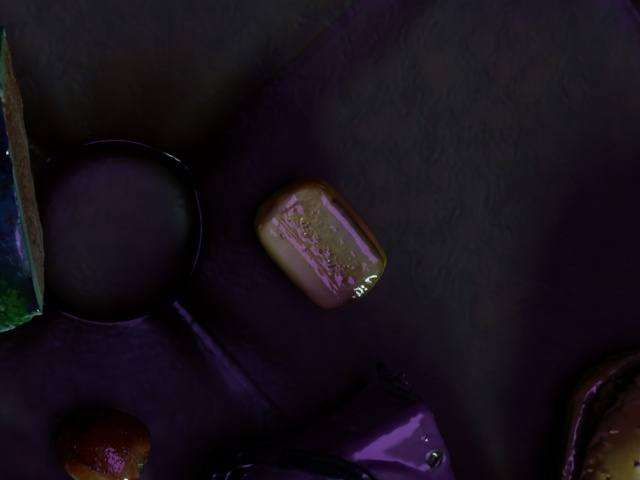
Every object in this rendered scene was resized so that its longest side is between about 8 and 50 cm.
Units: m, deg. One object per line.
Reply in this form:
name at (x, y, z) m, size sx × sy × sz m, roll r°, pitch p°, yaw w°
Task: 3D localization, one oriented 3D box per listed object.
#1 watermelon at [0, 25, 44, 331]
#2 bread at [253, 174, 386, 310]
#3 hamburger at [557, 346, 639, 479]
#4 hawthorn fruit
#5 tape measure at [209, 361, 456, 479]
watermelon at (-0.258, -0.033, 1.181) m, size 0.128 × 0.146 × 0.231 m, roll -12°, pitch 105°, yaw -22°
bread at (0.000, 0.000, 1.348) m, size 0.082 × 0.056 × 0.115 m, roll -43°, pitch 100°, yaw 7°
hamburger at (0.341, 0.241, 1.489) m, size 0.260 × 0.145 × 0.283 m, roll -8°, pitch 106°, yaw -25°
hawthorn fruit at (-0.174, 0.168, 1.290) m, size 0.077 × 0.077 × 0.077 m, roll -4°, pitch 99°, yaw -23°
tape measure at (0.015, 0.258, 1.342) m, size 0.232 × 0.149 × 0.245 m, roll -31°, pitch 108°, yaw -18°
